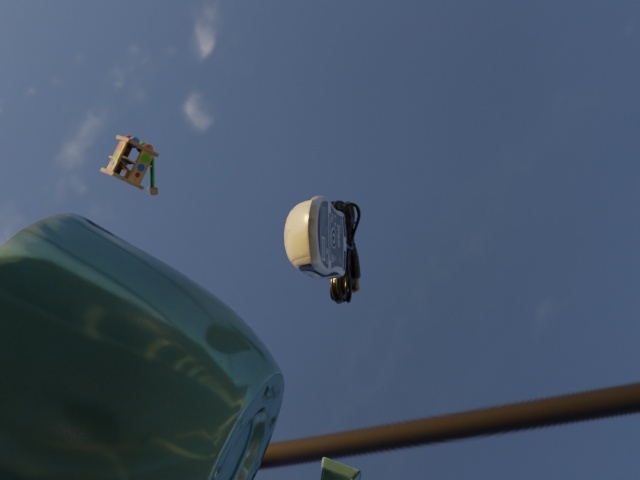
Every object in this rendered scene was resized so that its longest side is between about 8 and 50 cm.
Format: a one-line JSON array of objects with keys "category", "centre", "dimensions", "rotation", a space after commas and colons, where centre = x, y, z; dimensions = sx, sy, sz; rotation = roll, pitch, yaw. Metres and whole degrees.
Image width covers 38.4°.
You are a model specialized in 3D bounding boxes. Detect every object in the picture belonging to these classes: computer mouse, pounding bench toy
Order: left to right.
[{"category": "pounding bench toy", "centre": [-0.261, -0.109, 1.327], "dimensions": [0.083, 0.052, 0.065], "rotation": [27, -94, -34]}, {"category": "computer mouse", "centre": [0.000, 0.000, 0.847], "dimensions": [0.042, 0.193, 0.106], "rotation": [-1, -99, 14]}]

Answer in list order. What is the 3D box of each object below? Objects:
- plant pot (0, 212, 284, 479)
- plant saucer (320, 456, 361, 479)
[{"category": "plant pot", "centre": [-0.174, 0.154, 0.809], "dimensions": [0.235, 0.293, 0.293], "rotation": [23, -90, 12]}, {"category": "plant saucer", "centre": [0.023, 0.429, 1.424], "dimensions": [0.067, 0.018, 0.192], "rotation": [14, -66, 24]}]
